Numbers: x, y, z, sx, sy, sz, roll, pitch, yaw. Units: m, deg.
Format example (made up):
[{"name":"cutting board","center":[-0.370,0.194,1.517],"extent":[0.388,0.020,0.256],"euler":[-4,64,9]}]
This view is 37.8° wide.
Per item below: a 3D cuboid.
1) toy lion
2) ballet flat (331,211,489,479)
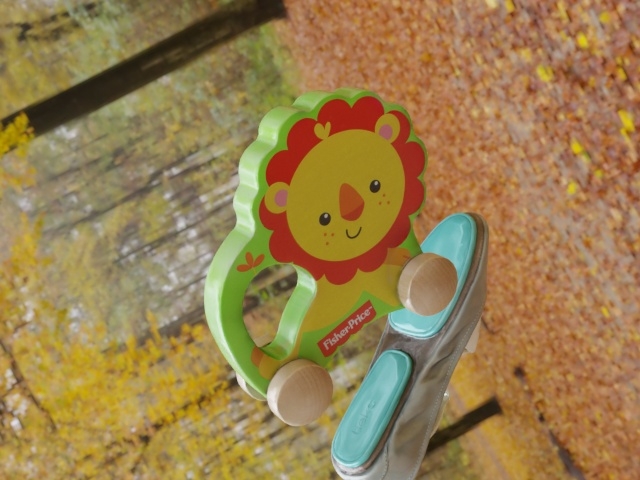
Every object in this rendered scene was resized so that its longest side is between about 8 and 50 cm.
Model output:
[{"name":"toy lion","center":[0.000,0.000,0.327],"extent":[0.034,0.100,0.096],"euler":[26,150,55]},{"name":"ballet flat","center":[0.077,0.083,0.682],"extent":[0.068,0.213,0.072],"euler":[31,172,-35]}]
